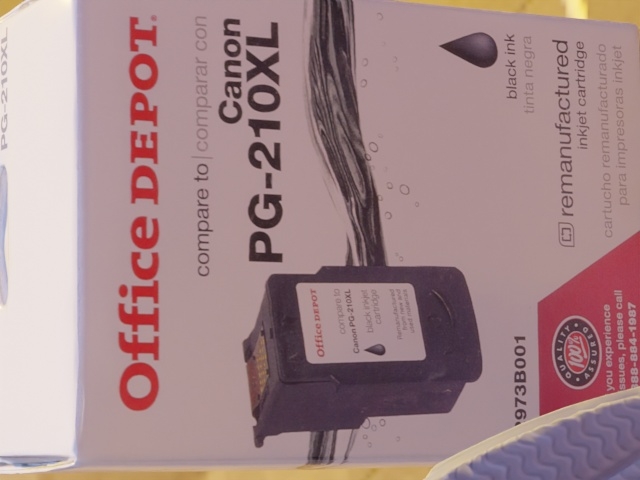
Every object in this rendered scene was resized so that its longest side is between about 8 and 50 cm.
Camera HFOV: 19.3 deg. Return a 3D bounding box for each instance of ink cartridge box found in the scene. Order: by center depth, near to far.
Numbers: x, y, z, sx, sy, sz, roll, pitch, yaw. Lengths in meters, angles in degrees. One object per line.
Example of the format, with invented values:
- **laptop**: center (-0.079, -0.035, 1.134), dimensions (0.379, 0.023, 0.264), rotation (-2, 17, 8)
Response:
- **ink cartridge box**: center (0.000, 0.000, 0.710), dimensions (0.100, 0.237, 0.172), rotation (-14, 76, 63)

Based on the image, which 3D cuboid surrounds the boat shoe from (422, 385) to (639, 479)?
- **boat shoe**: center (0.018, 0.121, 0.359), dimensions (0.109, 0.302, 0.094), rotation (55, 164, 37)
